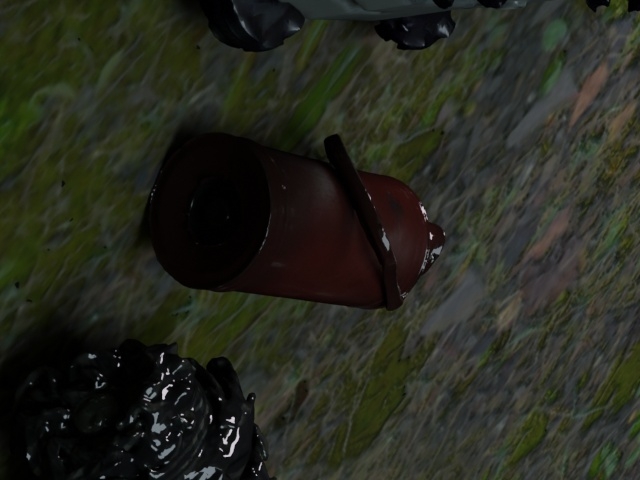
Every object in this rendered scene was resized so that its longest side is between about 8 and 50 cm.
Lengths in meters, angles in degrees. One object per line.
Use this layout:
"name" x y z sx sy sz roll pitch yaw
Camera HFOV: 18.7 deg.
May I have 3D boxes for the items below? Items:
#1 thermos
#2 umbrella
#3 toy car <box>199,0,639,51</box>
"thermos" -0.002 -0.003 1.230 0.124 0.099 0.232 -35 155 26
"umbrella" -0.078 0.154 1.221 0.154 0.128 0.336 -46 150 3
"toy car" 0.072 -0.199 1.128 0.314 0.198 0.166 -7 93 -50
